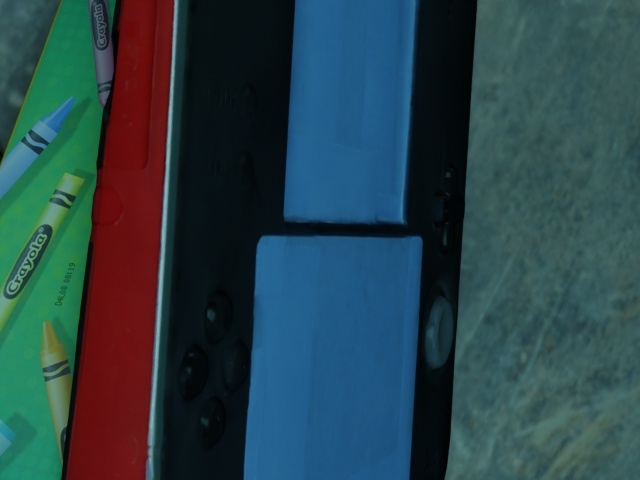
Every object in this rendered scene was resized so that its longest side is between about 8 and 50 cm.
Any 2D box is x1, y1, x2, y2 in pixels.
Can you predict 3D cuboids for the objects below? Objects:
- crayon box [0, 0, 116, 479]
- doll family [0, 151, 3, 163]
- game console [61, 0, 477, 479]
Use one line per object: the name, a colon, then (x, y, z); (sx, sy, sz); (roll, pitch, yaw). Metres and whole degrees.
crayon box: (-0.087, 0.027, 0.825); (0.165, 0.081, 0.278); (57, 46, -60)
doll family: (-0.187, 0.026, 0.844); (0.193, 0.076, 0.111); (-47, 121, -15)
game console: (0.000, 0.000, 0.843); (0.386, 0.060, 0.342); (0, 98, -70)
